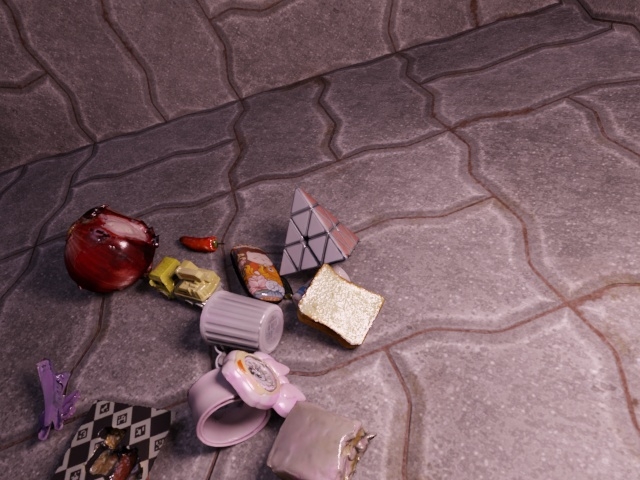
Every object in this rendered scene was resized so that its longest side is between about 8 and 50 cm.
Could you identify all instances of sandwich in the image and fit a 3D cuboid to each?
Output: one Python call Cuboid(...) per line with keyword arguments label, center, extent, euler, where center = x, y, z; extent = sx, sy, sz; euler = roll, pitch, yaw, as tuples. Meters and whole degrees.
Cuboid(label="sandwich", center=(0.056, 0.188, 1.277), extent=(0.215, 0.065, 0.186), euler=(27, 65, 6))

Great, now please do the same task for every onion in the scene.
Cuboid(label="onion", center=(-0.792, 0.042, 1.666), extent=(0.341, 0.341, 0.341), euler=(-11, 41, 10))

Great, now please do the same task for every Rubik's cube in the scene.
Cuboid(label="Rubik's cube", center=(0.002, -0.001, 1.446), extent=(0.233, 0.228, 0.228), euler=(14, 58, 9))

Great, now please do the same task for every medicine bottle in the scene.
Cuboid(label="medicine bottle", center=(0.003, 0.157, 1.379), extent=(0.168, 0.105, 0.105), euler=(-41, 45, -23))

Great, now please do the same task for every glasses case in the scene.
Cuboid(label="glasses case", center=(-0.217, 0.107, 1.506), extent=(0.122, 0.082, 0.321), euler=(7, 26, -30))

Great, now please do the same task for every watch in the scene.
Cuboid(label="watch", center=(-0.207, 0.405, 1.145), extent=(0.217, 0.248, 0.211), euler=(-47, 43, 8))

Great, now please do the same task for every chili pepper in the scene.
Cuboid(label="chili pepper", center=(-0.474, 0.011, 1.760), extent=(0.272, 0.071, 0.063), euler=(4, 85, 32))

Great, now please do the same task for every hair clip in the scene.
Cuboid(label="hair clip", center=(-0.805, 0.480, 1.365), extent=(0.137, 0.090, 0.278), euler=(-29, 47, -12))

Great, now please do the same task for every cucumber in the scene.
Cuboid(label="cucumber", center=(-0.120, 0.148, 1.491), extent=(0.034, 0.033, 0.135), euler=(-22, 41, -7))

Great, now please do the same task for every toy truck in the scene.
Cuboid(label="toy truck", center=(-0.469, 0.137, 1.546), extent=(0.272, 0.157, 0.124), euler=(11, 50, 30))

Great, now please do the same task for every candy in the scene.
Cuboid(label="candy", center=(-0.001, 0.473, 1.012), extent=(0.195, 0.137, 0.184), euler=(8, 48, 31))

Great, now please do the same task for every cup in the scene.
Cuboid(label="cup", center=(-0.229, 0.273, 1.335), extent=(0.202, 0.221, 0.167), euler=(7, 13, 24))

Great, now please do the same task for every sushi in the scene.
Cuboid(label="sushi", center=(-0.542, 0.576, 1.167), extent=(0.292, 0.059, 0.294), euler=(-2, 44, 19))
